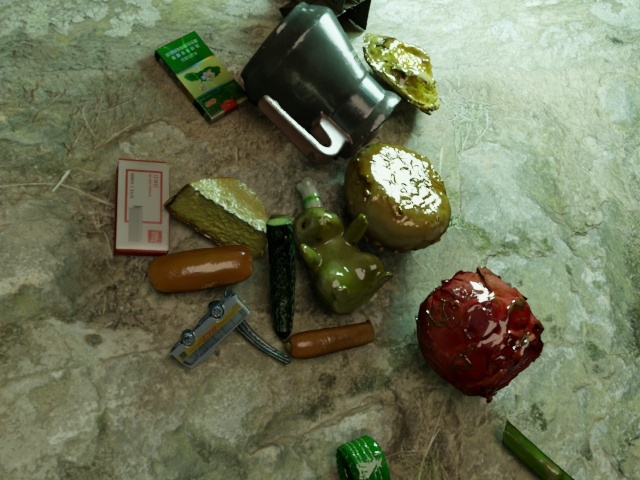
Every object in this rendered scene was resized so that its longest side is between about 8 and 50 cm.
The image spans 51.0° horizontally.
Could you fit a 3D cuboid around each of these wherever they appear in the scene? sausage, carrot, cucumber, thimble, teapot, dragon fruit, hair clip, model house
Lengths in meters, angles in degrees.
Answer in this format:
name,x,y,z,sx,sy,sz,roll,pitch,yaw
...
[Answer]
name,x,y,z,sx,sy,sz,roll,pitch,yaw
sausage,-0.272,0.067,1.526,0.238,0.098,0.098,-8,73,-15
carrot,0.020,0.237,1.590,0.225,0.067,0.067,-9,73,-25
cucumber,-0.088,0.094,1.554,0.067,0.067,0.294,-9,106,-23
thimble,0.093,0.503,1.488,0.090,0.118,0.130,-15,49,-21
teapot,-0.005,-0.367,1.684,0.361,0.305,0.376,41,44,-9
dragon fruit,0.377,0.222,1.608,0.295,0.296,0.302,-33,80,-28
hair clip,-0.157,0.208,1.550,0.229,0.070,0.039,46,25,-6
model house,-0.006,-0.685,1.880,0.243,0.204,0.211,42,60,18

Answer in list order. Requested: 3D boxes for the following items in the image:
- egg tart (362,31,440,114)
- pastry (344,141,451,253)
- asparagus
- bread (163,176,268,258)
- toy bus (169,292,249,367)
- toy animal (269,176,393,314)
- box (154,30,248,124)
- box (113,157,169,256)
name,x,y,z,sx,sy,sz,roll,pitch,yaw
egg tart,0.234,-0.472,1.848,0.297,0.132,0.297,34,27,-20
pastry,0.185,-0.098,1.713,0.284,0.184,0.316,5,48,-24
asparagus,0.547,0.557,1.664,0.277,0.067,0.060,42,89,3
bread,-0.224,-0.073,1.583,0.260,0.129,0.134,31,42,-19
toy bus,-0.243,0.197,1.480,0.190,0.064,0.075,-45,101,-6
toy animal,0.008,0.000,1.615,0.181,0.180,0.363,-25,78,-22
box,-0.307,-0.425,1.743,0.132,0.034,0.235,-37,86,-28
box,-0.415,-0.076,1.559,0.122,0.050,0.230,4,69,-19
